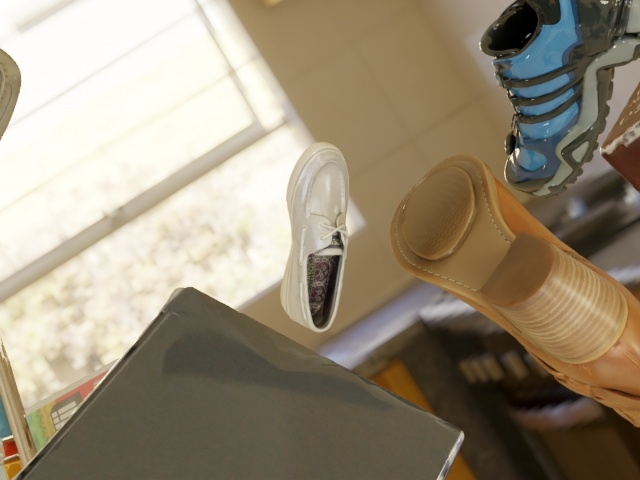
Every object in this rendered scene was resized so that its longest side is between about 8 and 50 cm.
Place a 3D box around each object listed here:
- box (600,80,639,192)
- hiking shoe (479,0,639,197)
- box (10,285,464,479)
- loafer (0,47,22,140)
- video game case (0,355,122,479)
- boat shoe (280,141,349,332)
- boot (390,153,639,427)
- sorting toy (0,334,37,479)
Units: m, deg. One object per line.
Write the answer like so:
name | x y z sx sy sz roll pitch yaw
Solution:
box | 0.288 -0.088 0.943 0.168 0.167 0.203 -42 9 49
hiking shoe | 0.203 -0.159 1.597 0.304 0.132 0.113 108 173 -49
box | -0.108 0.284 1.103 0.293 0.212 0.395 -51 -14 -56
loafer | -0.452 -0.087 1.931 0.319 0.112 0.111 -49 -12 6
video game case | -0.275 0.258 1.709 0.285 0.204 0.025 -29 -35 8
boat shoe | 0.000 0.000 1.698 0.066 0.184 0.063 3 19 -31
boot | 0.187 0.046 1.409 0.109 0.220 0.283 -54 29 -2
sorting toy | -0.265 0.168 1.531 0.038 0.208 0.193 -22 7 -9
